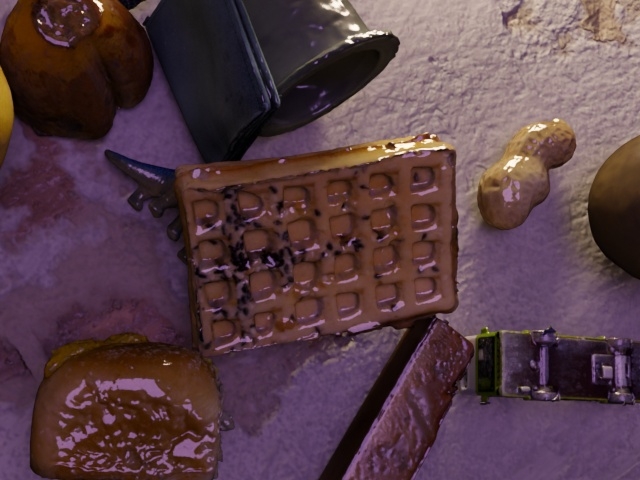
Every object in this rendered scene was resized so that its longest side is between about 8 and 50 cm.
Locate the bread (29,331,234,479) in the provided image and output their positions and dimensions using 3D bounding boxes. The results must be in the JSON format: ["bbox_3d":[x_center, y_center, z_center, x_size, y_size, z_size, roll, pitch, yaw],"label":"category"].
[{"bbox_3d":[-0.224,0.205,1.032,0.246,0.195,0.176,9,84,-16],"label":"bread"}]

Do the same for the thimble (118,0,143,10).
[{"bbox_3d":[-0.284,-0.382,1.170,0.066,0.104,0.095,-34,64,-13],"label":"thimble"}]

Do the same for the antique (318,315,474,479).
[{"bbox_3d":[0.109,0.257,1.172,0.093,0.087,0.310,35,72,-9],"label":"antique"}]

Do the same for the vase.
[{"bbox_3d":[-0.060,-0.330,1.165,0.245,0.245,0.291,-28,84,-19],"label":"vase"}]

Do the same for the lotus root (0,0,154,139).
[{"bbox_3d":[-0.319,-0.251,1.101,0.199,0.180,0.188,6,75,-14],"label":"lotus root"}]

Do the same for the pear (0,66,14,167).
[{"bbox_3d":[-0.523,-0.157,0.961,0.314,0.314,0.314,3,79,-15],"label":"pear"}]

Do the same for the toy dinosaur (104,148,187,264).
[{"bbox_3d":[-0.172,-0.081,1.181,0.247,0.075,0.188,45,62,2],"label":"toy dinosaur"}]

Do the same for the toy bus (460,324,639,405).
[{"bbox_3d":[0.360,0.193,1.235,0.301,0.139,0.113,7,78,-23],"label":"toy bus"}]

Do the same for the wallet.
[{"bbox_3d":[-0.148,-0.233,1.085,0.054,0.290,0.251,-22,85,-22],"label":"wallet"}]

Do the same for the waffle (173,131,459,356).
[{"bbox_3d":[0.000,0.000,1.115,0.376,0.114,0.261,-8,114,-14],"label":"waffle"}]

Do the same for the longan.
[{"bbox_3d":[0.542,-0.056,1.272,0.258,0.258,0.258,3,79,-15],"label":"longan"}]

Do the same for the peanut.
[{"bbox_3d":[0.325,-0.112,1.305,0.104,0.085,0.228,43,70,-14],"label":"peanut"}]
